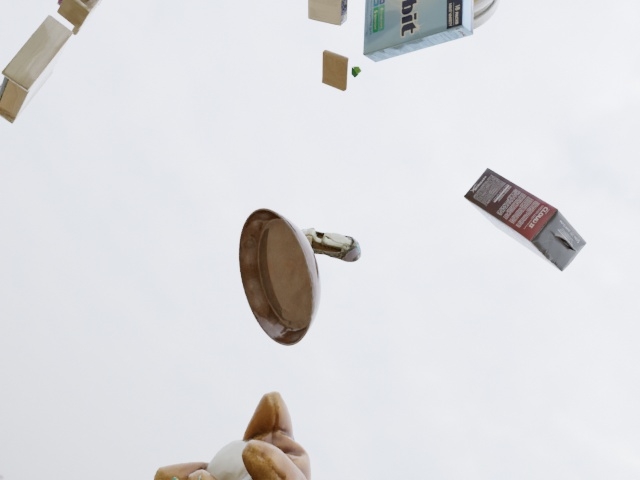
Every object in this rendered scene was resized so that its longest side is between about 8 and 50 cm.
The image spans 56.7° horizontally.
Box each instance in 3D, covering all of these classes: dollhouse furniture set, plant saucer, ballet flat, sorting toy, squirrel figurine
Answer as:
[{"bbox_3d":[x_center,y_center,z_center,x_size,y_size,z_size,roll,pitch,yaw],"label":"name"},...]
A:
[{"bbox_3d":[-0.598,-0.411,1.034,0.303,0.286,0.198,37,-26,-25],"label":"dollhouse furniture set"},{"bbox_3d":[-0.048,0.042,0.717,0.168,0.029,0.168,20,-64,51],"label":"plant saucer"},{"bbox_3d":[0.000,0.000,0.806,0.114,0.041,0.041,11,-43,15],"label":"ballet flat"},{"bbox_3d":[0.037,-0.298,1.051,0.083,0.012,0.062,29,-46,28],"label":"sorting toy"},{"bbox_3d":[-0.072,0.531,1.026,0.370,0.281,0.397,16,-52,62],"label":"squirrel figurine"}]

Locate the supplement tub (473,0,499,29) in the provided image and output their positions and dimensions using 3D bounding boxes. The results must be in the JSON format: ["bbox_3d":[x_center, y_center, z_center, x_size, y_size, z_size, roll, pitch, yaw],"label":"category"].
[{"bbox_3d":[0.251,-0.587,1.164,0.228,0.228,0.316,20,-17,25],"label":"supplement tub"}]

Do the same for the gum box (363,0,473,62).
[{"bbox_3d":[0.156,-0.389,0.958,0.184,0.157,0.041,-2,-8,40],"label":"gum box"}]

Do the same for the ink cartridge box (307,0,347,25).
[{"bbox_3d":[0.012,-0.410,0.954,0.063,0.029,0.115,20,-43,19],"label":"ink cartridge box"}]

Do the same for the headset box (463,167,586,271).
[{"bbox_3d":[0.563,-0.050,1.608,0.218,0.110,0.293,32,10,-41],"label":"headset box"}]

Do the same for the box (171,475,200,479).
[{"bbox_3d":[-0.239,0.414,0.848,0.043,0.179,0.105,37,-34,9],"label":"box"}]
